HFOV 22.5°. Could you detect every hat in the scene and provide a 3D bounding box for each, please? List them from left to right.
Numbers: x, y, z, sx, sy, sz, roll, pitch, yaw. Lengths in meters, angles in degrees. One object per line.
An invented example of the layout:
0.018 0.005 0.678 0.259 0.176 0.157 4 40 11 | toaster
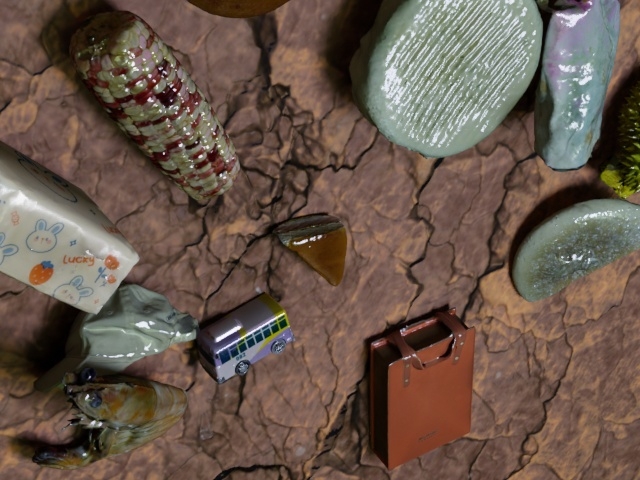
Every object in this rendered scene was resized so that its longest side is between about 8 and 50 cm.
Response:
-0.221 0.106 1.674 0.166 0.081 0.122 -35 163 15 | hat

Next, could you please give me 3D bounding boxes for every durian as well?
0.434 -0.129 1.915 0.198 0.146 0.159 -23 131 -20 | durian

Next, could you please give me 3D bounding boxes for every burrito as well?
0.279 -0.204 1.763 0.089 0.144 0.229 6 129 11 | burrito

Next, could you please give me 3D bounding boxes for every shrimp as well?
-0.240 0.190 1.664 0.169 0.058 0.296 -33 161 7 | shrimp

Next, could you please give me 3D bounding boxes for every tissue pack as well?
-0.282 -0.027 1.473 0.196 0.148 0.092 31 97 -44 | tissue pack

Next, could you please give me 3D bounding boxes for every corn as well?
-0.150 -0.121 1.546 0.086 0.086 0.253 -41 136 -5 | corn

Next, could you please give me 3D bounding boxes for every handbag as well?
0.124 0.181 1.975 0.127 0.063 0.190 -21 133 -22 | handbag

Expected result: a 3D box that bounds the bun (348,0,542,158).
0.128 -0.199 1.677 0.221 0.108 0.221 -12 123 -20 | bun

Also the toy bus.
-0.085 0.107 1.777 0.102 0.052 0.058 -29 131 -18 | toy bus

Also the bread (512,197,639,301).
0.311 0.004 1.957 0.193 0.036 0.112 -29 135 14 | bread

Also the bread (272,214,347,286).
0.000 0.000 1.768 0.062 0.043 0.109 -48 134 5 | bread

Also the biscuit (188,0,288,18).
-0.061 -0.303 1.514 0.212 0.036 0.212 -19 130 -24 | biscuit
